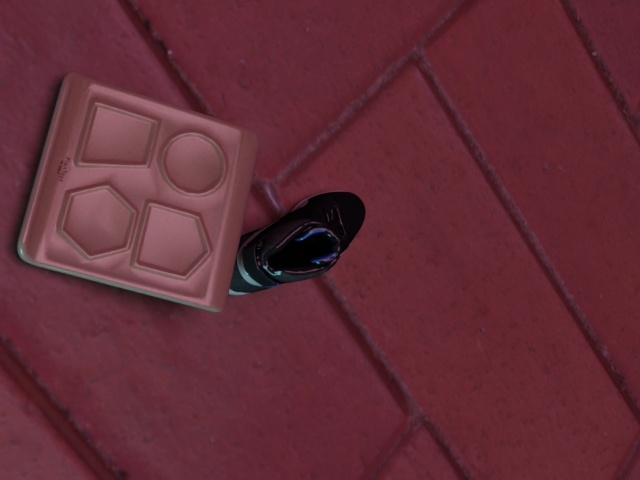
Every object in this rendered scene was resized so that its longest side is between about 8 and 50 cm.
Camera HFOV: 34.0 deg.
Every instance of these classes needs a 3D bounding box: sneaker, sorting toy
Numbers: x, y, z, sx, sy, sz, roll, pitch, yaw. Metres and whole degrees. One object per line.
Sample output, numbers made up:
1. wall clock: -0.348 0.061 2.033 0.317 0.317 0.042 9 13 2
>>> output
1. sneaker: 0.000 0.000 1.109 0.217 0.121 0.079 -29 102 -39
2. sorting toy: -0.171 -0.044 1.012 0.208 0.038 0.192 18 71 -22
